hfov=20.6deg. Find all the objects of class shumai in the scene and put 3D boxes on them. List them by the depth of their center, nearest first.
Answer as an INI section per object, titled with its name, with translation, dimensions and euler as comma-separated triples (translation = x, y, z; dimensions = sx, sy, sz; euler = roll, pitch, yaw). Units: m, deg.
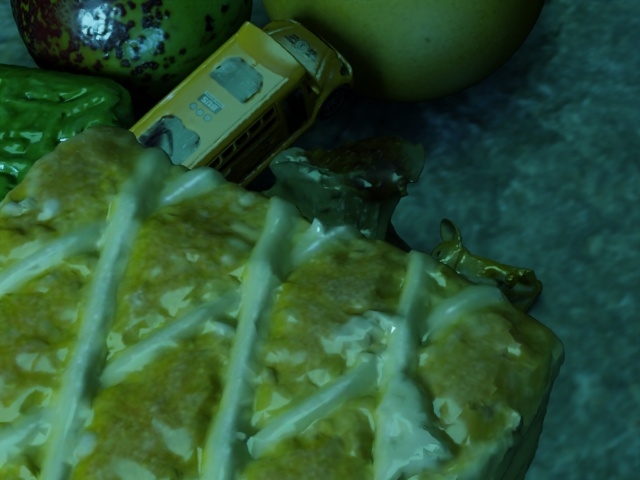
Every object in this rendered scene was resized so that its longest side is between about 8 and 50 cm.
[shumai]
translation = 0.000, 0.000, 1.309
dimensions = 0.161, 0.153, 0.209
euler = 0, 43, -6

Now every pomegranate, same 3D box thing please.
[pomegranate]
translation = -0.168, -0.233, 1.466
dimensions = 0.214, 0.248, 0.214
euler = -10, 49, 12

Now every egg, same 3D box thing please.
[egg]
translation = 0.062, -0.260, 1.472
dimensions = 0.250, 0.250, 0.322
euler = -10, 47, -6

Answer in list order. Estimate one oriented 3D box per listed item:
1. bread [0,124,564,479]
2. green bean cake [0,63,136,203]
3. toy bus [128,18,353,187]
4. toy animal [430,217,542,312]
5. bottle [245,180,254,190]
[bread]
translation = -0.091, 0.172, 1.062
dimensions = 0.371, 0.279, 0.390
euler = 22, 52, 20
[green bean cake]
translation = -0.278, -0.039, 1.375
dimensions = 0.248, 0.125, 0.222
euler = 7, 48, 11
[toy bus]
translation = -0.065, -0.097, 1.330
dimensions = 0.083, 0.088, 0.194
euler = 40, 74, 20
[toy animal]
translation = 0.121, 0.023, 1.338
dimensions = 0.083, 0.060, 0.081
euler = 31, 31, 32
[bottle]
translation = -0.104, -0.042, 1.398
dimensions = 0.083, 0.083, 0.270
euler = 17, 58, 19
